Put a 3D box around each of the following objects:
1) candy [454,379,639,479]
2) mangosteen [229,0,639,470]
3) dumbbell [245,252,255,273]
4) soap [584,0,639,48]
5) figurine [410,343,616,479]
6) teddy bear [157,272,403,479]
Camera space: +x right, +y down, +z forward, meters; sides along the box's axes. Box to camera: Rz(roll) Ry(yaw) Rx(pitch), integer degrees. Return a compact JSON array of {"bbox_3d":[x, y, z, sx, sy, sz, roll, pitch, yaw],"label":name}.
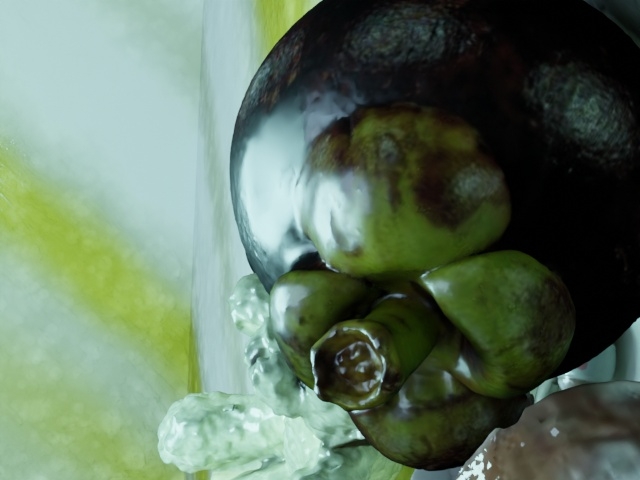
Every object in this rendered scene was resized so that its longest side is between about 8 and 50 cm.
[{"bbox_3d":[0.158,0.205,0.577,0.157,0.214,0.290,-114,34,-52],"label":"candy"},{"bbox_3d":[0.087,-0.014,0.639,0.297,0.296,0.314,134,134,-66],"label":"mangosteen"},{"bbox_3d":[0.000,0.000,1.228,0.218,0.152,0.153,173,98,-73],"label":"dumbbell"},{"bbox_3d":[0.135,-0.215,0.560,0.159,0.302,0.258,-118,32,-44],"label":"soap"},{"bbox_3d":[0.172,0.142,0.781,0.205,0.103,0.260,-40,37,19],"label":"figurine"},{"bbox_3d":[-0.049,0.152,1.002,0.362,0.375,0.327,61,-165,-55],"label":"teddy bear"}]
